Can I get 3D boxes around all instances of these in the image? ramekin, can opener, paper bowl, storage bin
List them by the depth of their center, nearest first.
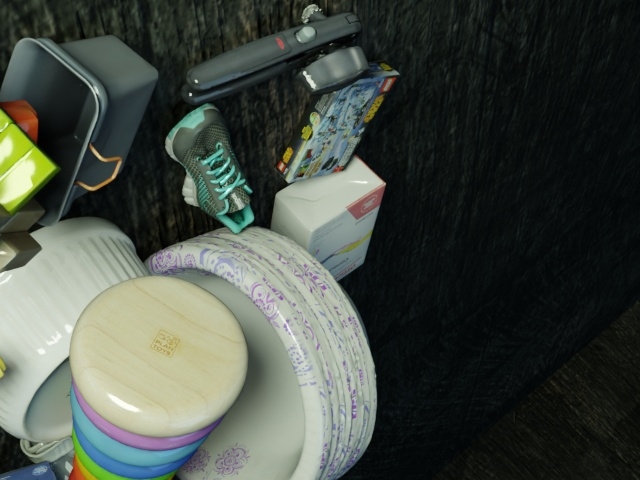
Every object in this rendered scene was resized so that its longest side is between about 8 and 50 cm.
[{"bbox_3d":[-0.178,-0.088,0.871,0.091,0.098,0.135,-33,158,-51],"label":"storage bin"},{"bbox_3d":[-0.038,-0.161,1.020,0.186,0.073,0.059,-19,156,-30],"label":"can opener"},{"bbox_3d":[-0.232,0.089,1.057,0.207,0.109,0.207,-37,156,-19],"label":"ramekin"},{"bbox_3d":[-0.062,0.124,1.177,0.148,0.284,0.284,-22,149,-47],"label":"paper bowl"}]

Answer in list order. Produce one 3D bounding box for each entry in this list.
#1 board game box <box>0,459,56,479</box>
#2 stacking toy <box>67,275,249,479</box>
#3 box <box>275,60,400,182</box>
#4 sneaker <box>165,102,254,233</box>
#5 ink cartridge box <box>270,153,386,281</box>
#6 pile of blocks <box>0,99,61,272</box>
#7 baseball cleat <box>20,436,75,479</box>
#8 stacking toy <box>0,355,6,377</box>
[{"bbox_3d":[-0.383,0.336,1.245,0.194,0.060,0.194,-14,145,-28],"label":"board game box"},{"bbox_3d":[-0.162,0.174,1.022,0.141,0.141,0.330,-29,158,-33],"label":"stacking toy"},{"bbox_3d":[0.017,-0.125,1.215,0.094,0.027,0.137,-15,144,-48],"label":"box"},{"bbox_3d":[-0.092,-0.063,1.071,0.065,0.076,0.166,-40,158,-12],"label":"sneaker"},{"bbox_3d":[0.000,0.000,1.354,0.115,0.067,0.198,-33,156,-27],"label":"ink cartridge box"},{"bbox_3d":[-0.241,-0.081,0.686,0.112,0.149,0.362,-44,158,1],"label":"pile of blocks"},{"bbox_3d":[-0.298,0.245,1.299,0.109,0.072,0.206,2,126,-43],"label":"baseball cleat"},{"bbox_3d":[-0.355,0.088,0.817,0.221,0.052,0.167,-34,125,-21],"label":"stacking toy"}]
